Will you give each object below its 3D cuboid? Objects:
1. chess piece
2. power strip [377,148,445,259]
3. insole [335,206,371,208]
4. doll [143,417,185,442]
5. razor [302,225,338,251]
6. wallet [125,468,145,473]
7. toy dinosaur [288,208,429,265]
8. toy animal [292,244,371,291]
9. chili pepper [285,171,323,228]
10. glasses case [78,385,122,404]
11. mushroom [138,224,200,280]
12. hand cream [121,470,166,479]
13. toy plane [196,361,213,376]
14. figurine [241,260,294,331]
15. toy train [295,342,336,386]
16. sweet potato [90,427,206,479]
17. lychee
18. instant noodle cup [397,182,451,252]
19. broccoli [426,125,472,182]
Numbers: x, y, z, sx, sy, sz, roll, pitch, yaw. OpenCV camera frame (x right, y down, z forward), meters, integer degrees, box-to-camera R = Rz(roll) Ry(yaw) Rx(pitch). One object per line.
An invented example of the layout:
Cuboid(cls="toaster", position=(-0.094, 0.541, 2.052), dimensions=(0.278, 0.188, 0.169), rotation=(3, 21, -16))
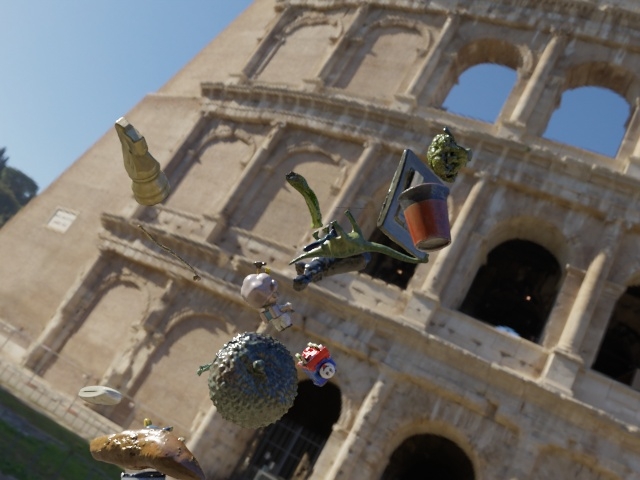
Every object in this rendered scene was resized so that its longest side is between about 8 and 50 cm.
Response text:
Cuboid(cls="chess piece", position=(-0.398, -0.174, 1.373), dimensions=(0.090, 0.090, 0.200), rotation=(23, -33, 21))
Cuboid(cls="power strip", position=(0.258, -0.103, 1.829), dimensions=(0.092, 0.257, 0.251), rotation=(11, -17, 37))
Cuboid(cls="insole", position=(0.119, -0.112, 2.146), dimensions=(0.135, 0.002, 0.045), rotation=(2, 1, -9))
Cuboid(cls="doll", position=(-0.443, 0.569, 1.744), dimensions=(0.179, 0.102, 0.089), rotation=(25, -24, 35))
Cuboid(cls="razor", position=(0.003, 0.000, 2.068), dimensions=(0.028, 0.154, 0.044), rotation=(0, -65, 51))
Cuboid(cls="wallet", position=(-0.542, 0.663, 1.818), dimensions=(0.061, 0.025, 0.122), rotation=(11, -46, -3))
Cuboid(cls="toy dinosaur", position=(0.122, 0.056, 2.172), dimensions=(0.447, 0.087, 0.301), rotation=(-34, -82, 26))
Cuboid(cls="toy animal", position=(0.029, 0.090, 2.447), dimensions=(0.168, 0.343, 0.106), rotation=(-125, -162, -48))
Cuboid(cls="chili pepper", position=(-0.038, -0.120, 1.824), dimensions=(0.050, 0.052, 0.202), rotation=(-2, -52, 35))
Cuboid(cls="glasses case", position=(-0.725, 0.511, 2.046), dimensions=(0.204, 0.051, 0.081), rotation=(-15, -43, 44))
Cuboid(cls="mushroom", position=(-0.527, 0.042, 2.179), dimensions=(0.286, 0.026, 0.028), rotation=(46, 19, -12))
Cuboid(cls="hand cream", position=(-0.481, 0.788, 1.655), dimensions=(0.121, 0.336, 0.076), rotation=(10, -33, -24))
Cuboid(cls="toy plane", position=(-0.447, 0.495, 2.411), dimensions=(0.033, 0.083, 0.080), rotation=(58, -15, 10))
Cuboid(cls="figurine", position=(-0.171, 0.181, 1.921), dimensions=(0.137, 0.112, 0.229), rotation=(-34, -91, 45))
Cuboid(cls="toy train", position=(-0.007, 0.387, 1.936), dimensions=(0.131, 0.082, 0.204), rotation=(51, -14, -1))
Cuboid(cls="sweet potato", position=(-0.406, 0.484, 1.442), dimensions=(0.354, 0.106, 0.095), rotation=(3, 9, 28))
Cuboid(cls="lychee", position=(-0.185, 0.379, 1.684), dimensions=(0.255, 0.255, 0.274), rotation=(32, -28, -3))
Cuboid(cls="instant noodle cup", position=(0.256, -0.050, 1.481), dimensions=(0.127, 0.136, 0.127), rotation=(-7, -22, -3))
Cuboid(cls="broccoli", position=(0.349, -0.228, 1.687), dimensions=(0.120, 0.131, 0.130), rotation=(4, -35, 34))
